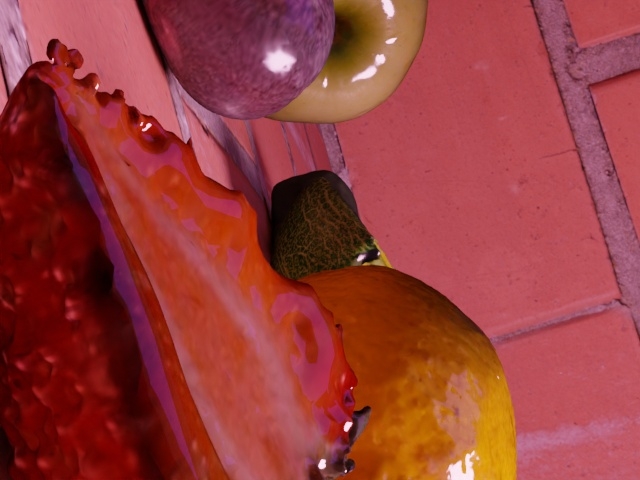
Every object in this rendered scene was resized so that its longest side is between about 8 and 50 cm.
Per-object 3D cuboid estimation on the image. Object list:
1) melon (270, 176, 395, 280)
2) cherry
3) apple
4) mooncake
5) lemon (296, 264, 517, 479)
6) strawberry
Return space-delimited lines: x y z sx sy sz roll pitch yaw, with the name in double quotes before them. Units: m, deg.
"melon" 0.008 0.050 1.536 0.169 0.129 0.265 57 1 36
"cherry" -0.065 -0.187 1.265 0.176 0.140 0.176 -16 90 -71
"apple" -0.012 -0.266 1.753 0.279 0.279 0.279 -16 90 -86
"mooncake" 0.000 0.000 1.710 0.168 0.104 0.175 59 11 -53
"lemon" 0.022 0.112 0.943 0.257 0.188 0.188 -113 -174 -73
"strawberry" -0.073 0.055 0.577 0.228 0.098 0.174 55 31 -39
